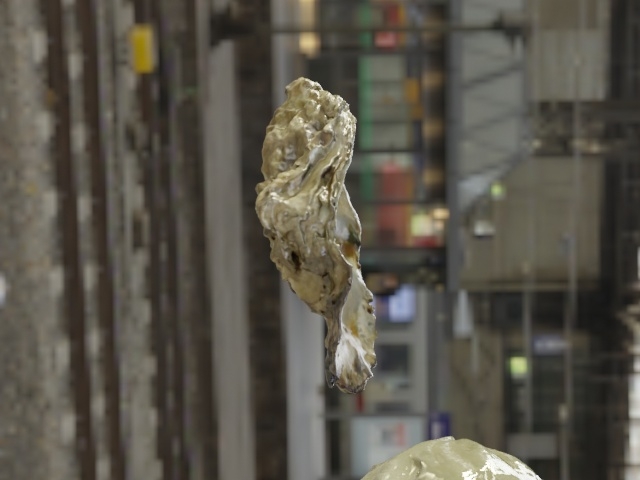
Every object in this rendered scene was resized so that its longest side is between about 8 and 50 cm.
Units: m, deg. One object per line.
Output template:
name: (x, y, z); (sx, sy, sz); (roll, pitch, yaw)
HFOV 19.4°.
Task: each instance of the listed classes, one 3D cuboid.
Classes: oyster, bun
oyster: (0.000, -0.007, 0.978); (0.105, 0.056, 0.177); (39, 42, -69)
bun: (0.081, 0.175, 1.179); (0.183, 0.183, 0.102); (77, 6, -82)
